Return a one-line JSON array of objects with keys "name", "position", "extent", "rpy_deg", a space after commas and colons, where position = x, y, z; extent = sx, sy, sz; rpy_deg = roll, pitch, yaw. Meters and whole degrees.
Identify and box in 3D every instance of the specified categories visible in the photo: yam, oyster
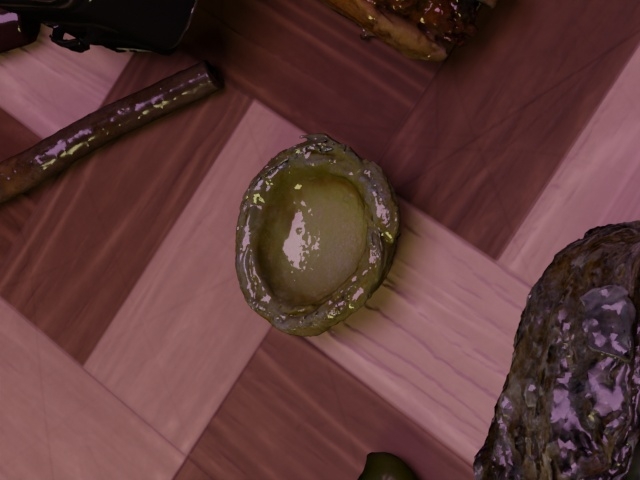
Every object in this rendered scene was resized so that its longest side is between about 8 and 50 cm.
[{"name": "yam", "position": [-0.249, -0.110, 1.904], "extent": [0.327, 0.045, 0.045], "rpy_deg": [-25, 89, 21]}, {"name": "oyster", "position": [0.237, 0.124, 1.524], "extent": [0.162, 0.158, 0.351], "rpy_deg": [17, 75, 24]}]

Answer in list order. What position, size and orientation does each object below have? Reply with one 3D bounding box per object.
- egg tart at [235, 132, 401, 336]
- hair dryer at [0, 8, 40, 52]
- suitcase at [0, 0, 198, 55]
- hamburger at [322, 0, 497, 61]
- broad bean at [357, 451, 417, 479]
[{"name": "egg tart", "position": [0.000, 0.000, 1.720], "extent": [0.197, 0.078, 0.197], "rpy_deg": [-8, 73, 29]}, {"name": "hair dryer", "position": [-0.461, -0.108, 2.006], "extent": [0.313, 0.123, 0.340], "rpy_deg": [-5, 85, 17]}, {"name": "suitcase", "position": [-0.191, -0.401, 1.820], "extent": [0.283, 0.194, 0.433], "rpy_deg": [14, 86, 58]}, {"name": "hamburger", "position": [0.038, -0.289, 1.725], "extent": [0.282, 0.245, 0.155], "rpy_deg": [34, 94, -3]}, {"name": "broad bean", "position": [0.059, 0.322, 1.573], "extent": [0.098, 0.056, 0.318], "rpy_deg": [-12, 51, 5]}]
